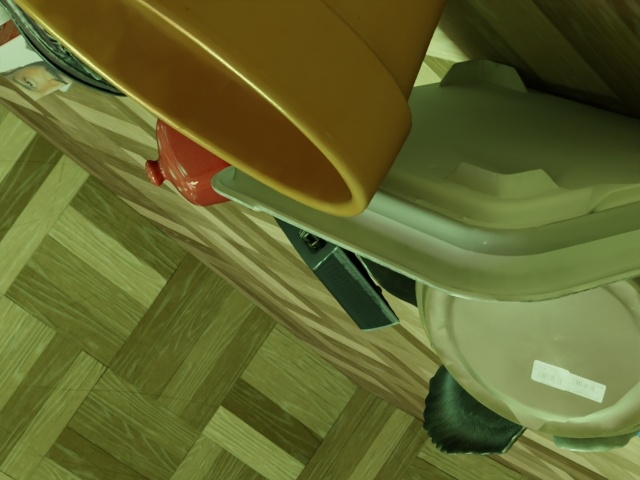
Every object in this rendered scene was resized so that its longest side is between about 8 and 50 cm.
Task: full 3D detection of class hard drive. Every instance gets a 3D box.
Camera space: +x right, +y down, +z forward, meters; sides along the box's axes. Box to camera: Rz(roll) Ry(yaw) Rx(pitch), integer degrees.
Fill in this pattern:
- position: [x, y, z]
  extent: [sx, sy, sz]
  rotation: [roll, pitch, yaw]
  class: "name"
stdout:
- position: [0.000, 0.000, 2.043]
  extent: [0.172, 0.054, 0.255]
  rotation: [51, -176, -38]
  class: "hard drive"

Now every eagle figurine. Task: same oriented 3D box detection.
- position: [0.235, 0.130, 1.756]
  extent: [0.226, 0.225, 0.298]
  rotation: [20, 159, 8]
  class: "eagle figurine"

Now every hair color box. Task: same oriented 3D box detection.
- position: [-0.319, -0.238, 1.991]
  extent: [0.167, 0.053, 0.093]
  rotation: [-20, 133, 41]
  class: "hair color box"

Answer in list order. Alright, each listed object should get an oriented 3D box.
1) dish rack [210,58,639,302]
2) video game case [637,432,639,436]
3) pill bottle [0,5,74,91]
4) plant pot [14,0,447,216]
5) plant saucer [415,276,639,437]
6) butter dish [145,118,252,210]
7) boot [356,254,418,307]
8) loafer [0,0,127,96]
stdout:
- position: [0.115, -0.056, 1.125]
  extent: [0.285, 0.072, 0.333]
  rotation: [-12, -157, -34]
  class: "dish rack"
- position: [0.349, 0.170, 1.759]
  extent: [0.166, 0.119, 0.015]
  rotation: [4, 114, 70]
  class: "video game case"
- position: [-0.367, -0.274, 2.106]
  extent: [0.169, 0.094, 0.094]
  rotation: [36, 172, -7]
  class: "pill bottle"
- position: [-0.040, -0.179, 0.982]
  extent: [0.291, 0.203, 0.291]
  rotation: [33, 171, 6]
  class: "plant pot"
- position: [0.211, 0.079, 1.502]
  extent: [0.278, 0.041, 0.278]
  rotation: [15, 132, 18]
  class: "plant saucer"
- position: [-0.159, -0.103, 2.042]
  extent: [0.160, 0.118, 0.160]
  rotation: [86, 160, -78]
  class: "butter dish"
- position: [0.094, 0.005, 2.044]
  extent: [0.264, 0.096, 0.280]
  rotation: [34, -177, -22]
  class: "boot"
- position: [-0.289, -0.265, 1.836]
  extent: [0.302, 0.109, 0.095]
  rotation: [42, 165, -26]
  class: "loafer"
